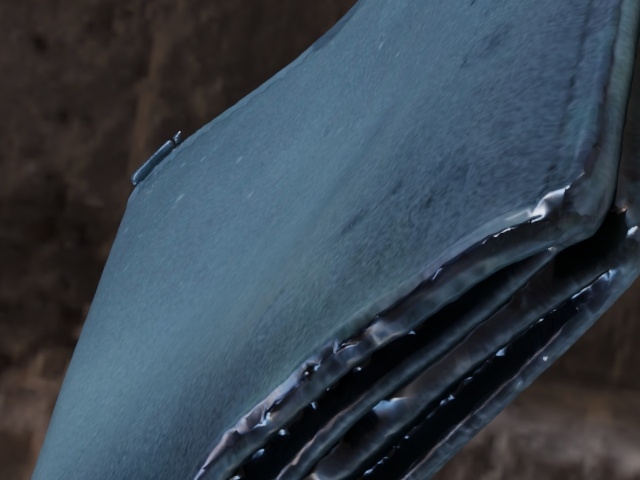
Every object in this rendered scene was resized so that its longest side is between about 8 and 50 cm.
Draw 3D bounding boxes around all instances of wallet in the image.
[{"bbox_3d":[-0.001,-0.001,0.555,0.290,0.054,0.251,-48,19,37],"label":"wallet"}]
